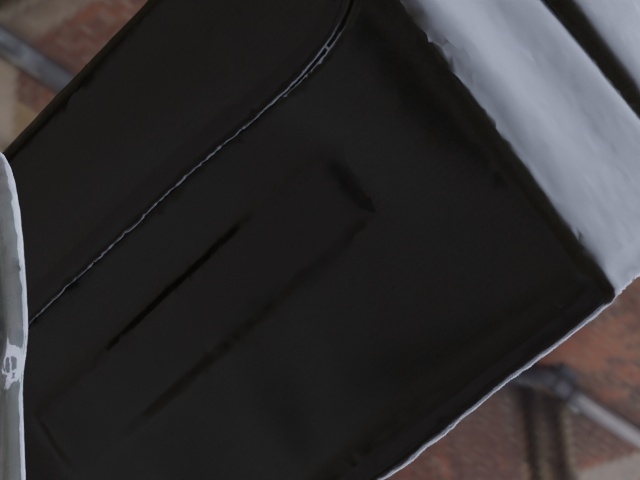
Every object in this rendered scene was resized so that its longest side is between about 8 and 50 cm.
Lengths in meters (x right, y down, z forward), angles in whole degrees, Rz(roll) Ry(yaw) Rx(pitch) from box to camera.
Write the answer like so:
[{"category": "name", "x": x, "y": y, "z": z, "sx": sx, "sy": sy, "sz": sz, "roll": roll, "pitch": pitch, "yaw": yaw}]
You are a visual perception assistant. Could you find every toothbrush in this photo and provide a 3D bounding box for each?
[{"category": "toothbrush", "x": -0.059, "y": 0.103, "z": 0.380, "sx": 0.018, "sy": 0.024, "sz": 0.257, "roll": 28, "pitch": -52, "yaw": 46}]

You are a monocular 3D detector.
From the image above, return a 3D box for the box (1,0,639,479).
[{"category": "box", "x": -0.001, "y": -0.001, "z": 0.897, "sx": 0.345, "sy": 0.251, "sz": 0.204, "roll": -42, "pitch": -96, "yaw": 31}]
